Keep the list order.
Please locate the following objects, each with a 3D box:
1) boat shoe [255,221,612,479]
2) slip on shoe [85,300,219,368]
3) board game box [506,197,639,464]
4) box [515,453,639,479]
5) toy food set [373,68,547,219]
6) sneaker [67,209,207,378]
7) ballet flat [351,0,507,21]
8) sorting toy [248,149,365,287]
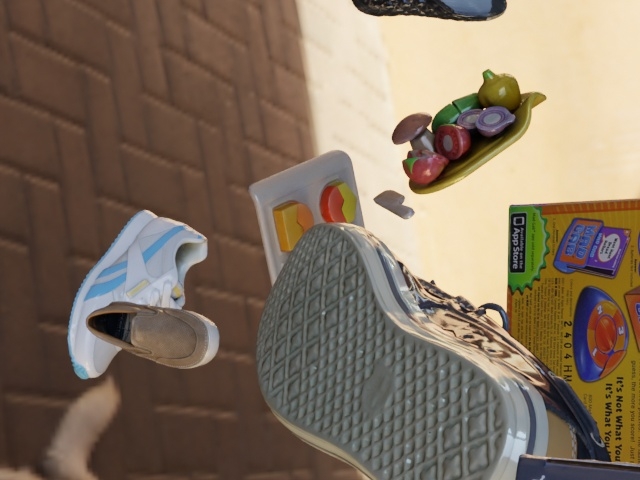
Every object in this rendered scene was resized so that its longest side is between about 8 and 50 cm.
[{"bbox_3d":[0.082,0.124,1.395,0.156,0.500,0.187,25,96,-30],"label":"boat shoe"},{"bbox_3d":[-0.146,0.079,1.385,0.041,0.135,0.051,4,99,-50],"label":"slip on shoe"},{"bbox_3d":[0.470,0.137,1.940,0.356,0.356,0.357,5,86,-41],"label":"board game box"},{"bbox_3d":[0.213,0.214,1.004,0.207,0.153,0.108,42,55,-57],"label":"box"},{"bbox_3d":[0.139,-0.117,1.748,0.071,0.218,0.128,53,2,-18],"label":"toy food set"},{"bbox_3d":[-0.212,0.063,1.843,0.087,0.092,0.229,79,33,-52],"label":"sneaker"},{"bbox_3d":[0.119,-0.268,1.770,0.049,0.173,0.057,76,22,-74],"label":"ballet flat"},{"bbox_3d":[0.000,0.000,2.144,0.193,0.038,0.208,-26,105,-44],"label":"sorting toy"}]
